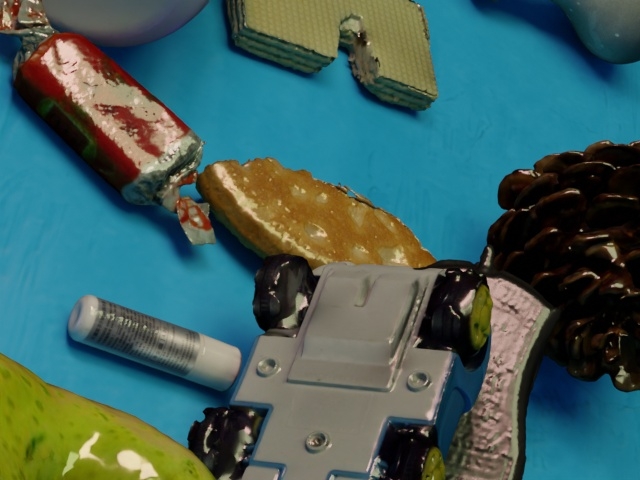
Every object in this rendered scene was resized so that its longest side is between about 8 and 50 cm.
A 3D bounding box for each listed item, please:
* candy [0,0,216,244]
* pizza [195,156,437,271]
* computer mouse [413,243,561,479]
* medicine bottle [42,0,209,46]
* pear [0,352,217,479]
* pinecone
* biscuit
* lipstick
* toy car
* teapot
[{"bbox_3d":[-0.185,-0.109,1.433,0.292,0.059,0.086,45,56,1],"label":"candy"},{"bbox_3d":[-0.002,0.001,1.504,0.246,0.058,0.127,18,47,-27],"label":"pizza"},{"bbox_3d":[0.119,0.127,1.454,0.147,0.088,0.264,16,67,6],"label":"computer mouse"},{"bbox_3d":[-0.159,-0.342,1.528,0.241,0.241,0.302,38,39,-8],"label":"medicine bottle"},{"bbox_3d":[-0.201,0.231,0.877,0.391,0.391,0.391,24,43,-24],"label":"pear"},{"bbox_3d":[0.273,0.020,1.593,0.224,0.224,0.272,35,30,-12],"label":"pinecone"},{"bbox_3d":[0.011,-0.223,1.726,0.250,0.046,0.147,16,47,-32],"label":"biscuit"},{"bbox_3d":[-0.132,0.082,1.330,0.141,0.040,0.040,23,43,-25],"label":"lipstick"},{"bbox_3d":[0.026,0.145,1.310,0.166,0.198,0.314,70,31,-44],"label":"toy car"},{"bbox_3d":[0.305,-0.315,1.985,0.251,0.183,0.183,10,48,-20],"label":"teapot"}]
